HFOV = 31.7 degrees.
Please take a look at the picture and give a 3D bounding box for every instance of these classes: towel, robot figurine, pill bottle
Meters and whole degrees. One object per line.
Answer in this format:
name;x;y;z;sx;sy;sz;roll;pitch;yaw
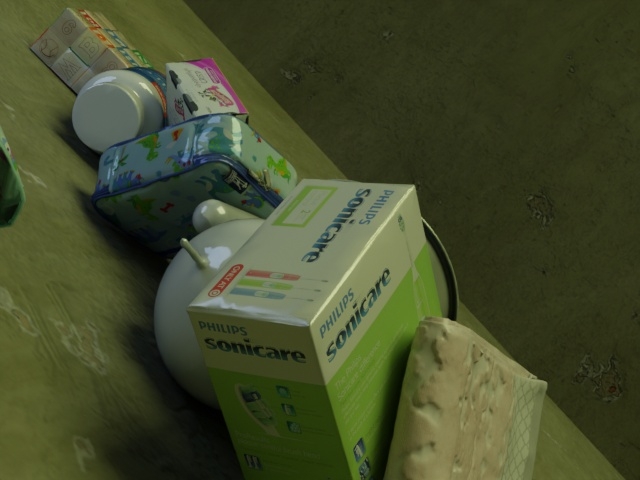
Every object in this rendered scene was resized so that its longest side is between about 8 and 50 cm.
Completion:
towel;0.129;0.259;1.036;0.053;0.332;0.317;5;-12;28
robot figurine;-0.045;0.091;1.209;0.300;0.199;0.353;60;14;23
pill bottle;-0.270;-0.177;1.567;0.124;0.124;0.221;45;10;-6

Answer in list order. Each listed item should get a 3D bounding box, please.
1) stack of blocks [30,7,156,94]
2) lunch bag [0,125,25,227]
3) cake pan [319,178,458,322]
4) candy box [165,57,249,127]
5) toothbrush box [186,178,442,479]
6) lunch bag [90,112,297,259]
stack of blocks;-0.294;-0.225;1.763;0.297;0.087;0.171;46;10;-2
lunch bag;-0.360;-0.133;0.904;0.223;0.160;0.262;53;6;39
cake pan;0.026;0.070;1.412;0.293;0.293;0.054;47;31;3
candy box;-0.154;-0.104;1.506;0.159;0.071;0.233;-122;-151;-47
toothbrush box;0.019;0.118;0.992;0.206;0.122;0.283;-51;137;-44
lunch bag;-0.146;-0.058;1.349;0.176;0.219;0.090;42;43;-46
